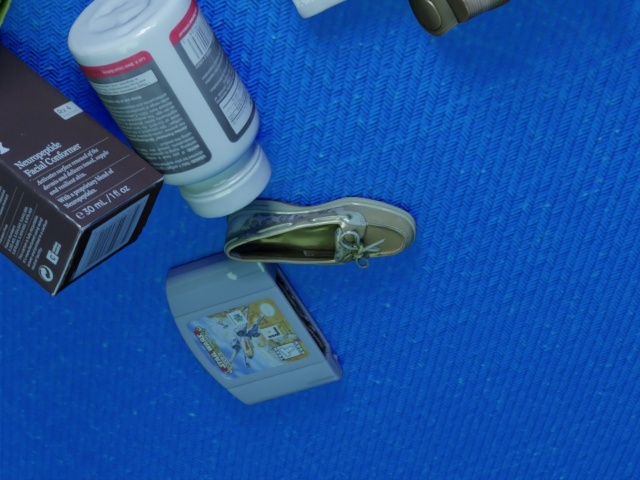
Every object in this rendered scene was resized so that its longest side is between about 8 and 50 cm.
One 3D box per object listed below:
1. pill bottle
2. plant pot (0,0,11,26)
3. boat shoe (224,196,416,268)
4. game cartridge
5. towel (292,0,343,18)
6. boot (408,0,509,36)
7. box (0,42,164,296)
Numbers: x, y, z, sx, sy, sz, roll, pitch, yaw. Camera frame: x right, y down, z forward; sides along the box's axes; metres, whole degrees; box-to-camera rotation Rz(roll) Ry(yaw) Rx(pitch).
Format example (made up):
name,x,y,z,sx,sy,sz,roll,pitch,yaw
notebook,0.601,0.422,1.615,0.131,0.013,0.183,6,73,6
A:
name,x,y,z,sx,sy,sz,roll,pitch,yaw
pill bottle,-0.190,-0.187,2.002,0.176,0.176,0.318,-16,127,19
plant pot,-0.474,-0.379,1.843,0.227,0.228,0.207,12,137,-6
boat shoe,0.000,0.000,2.199,0.285,0.089,0.104,-1,130,6
game cartridge,-0.114,0.143,2.362,0.198,0.062,0.297,-21,126,17
towel,0.032,-0.444,1.796,0.332,0.053,0.317,-16,125,31
boot,0.206,-0.327,1.897,0.152,0.197,0.073,-32,110,-16
box,-0.418,-0.121,1.978,0.381,0.191,0.143,37,128,11
